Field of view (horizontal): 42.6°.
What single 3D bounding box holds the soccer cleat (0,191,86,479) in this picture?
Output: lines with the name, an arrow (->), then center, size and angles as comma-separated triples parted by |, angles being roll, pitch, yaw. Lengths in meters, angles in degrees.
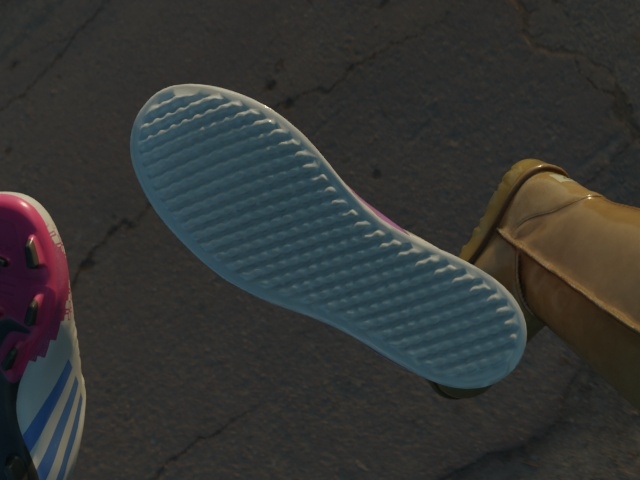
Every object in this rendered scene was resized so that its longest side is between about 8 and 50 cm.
soccer cleat -> -0.277, 0.108, 0.759 | 0.116, 0.143, 0.331 | 10, 106, 7

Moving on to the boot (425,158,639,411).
boot -> 0.189, 0.074, 0.601 | 0.269, 0.089, 0.236 | 47, 122, 59

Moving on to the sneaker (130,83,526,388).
sneaker -> 0.000, 0.001, 0.573 | 0.282, 0.161, 0.102 | 37, 93, -2
